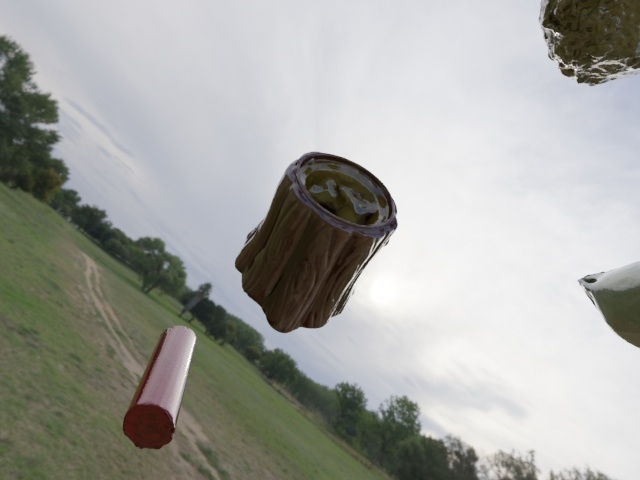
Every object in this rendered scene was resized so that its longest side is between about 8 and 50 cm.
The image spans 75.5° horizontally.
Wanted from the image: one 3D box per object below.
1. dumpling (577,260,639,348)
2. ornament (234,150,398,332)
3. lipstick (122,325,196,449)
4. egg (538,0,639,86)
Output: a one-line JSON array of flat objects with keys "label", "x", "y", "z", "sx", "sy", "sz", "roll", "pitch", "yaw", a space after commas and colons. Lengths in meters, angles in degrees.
[{"label": "dumpling", "x": 0.721, "y": 0.162, "z": 0.851, "sx": 0.260, "sy": 0.181, "sz": 0.341, "roll": 58, "pitch": -35, "yaw": -1}, {"label": "ornament", "x": 0.000, "y": 0.000, "z": 0.650, "sx": 0.221, "sy": 0.235, "sz": 0.217, "roll": 19, "pitch": -49, "yaw": -14}, {"label": "lipstick", "x": -0.248, "y": 0.217, "z": 0.664, "sx": 0.073, "sy": 0.073, "sz": 0.280, "roll": 44, "pitch": 0, "yaw": -15}, {"label": "egg", "x": 0.583, "y": -0.454, "z": 0.821, "sx": 0.310, "sy": 0.279, "sz": 0.279, "roll": 10, "pitch": -12, "yaw": -17}]
